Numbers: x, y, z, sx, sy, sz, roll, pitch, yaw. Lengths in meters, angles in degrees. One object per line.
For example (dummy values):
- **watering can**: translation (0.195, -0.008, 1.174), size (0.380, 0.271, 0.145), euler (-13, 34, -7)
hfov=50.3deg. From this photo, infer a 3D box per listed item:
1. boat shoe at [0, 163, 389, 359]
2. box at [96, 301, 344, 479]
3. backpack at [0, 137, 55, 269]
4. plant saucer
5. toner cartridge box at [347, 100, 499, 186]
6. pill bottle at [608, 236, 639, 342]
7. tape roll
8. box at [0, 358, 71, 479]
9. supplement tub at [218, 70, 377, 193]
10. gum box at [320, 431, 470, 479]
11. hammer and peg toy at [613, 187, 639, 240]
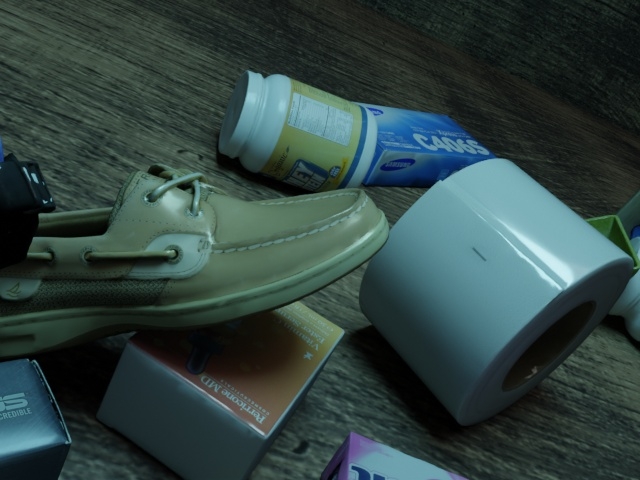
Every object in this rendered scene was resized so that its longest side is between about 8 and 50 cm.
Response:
- **boat shoe**: translation (-0.120, 0.001, 0.517), size (0.341, 0.110, 0.122), euler (-13, 16, 1)
- **box**: translation (-0.078, 0.111, 0.581), size (0.130, 0.091, 0.170), euler (33, 29, 7)
- **backpack**: translation (-0.302, 0.000, 0.389), size (0.213, 0.263, 0.276), euler (-7, 39, -39)
- **plant saucer**: translation (0.397, 0.032, 1.092), size (0.188, 0.045, 0.188), euler (-10, 24, 17)
- **toner cartridge box**: translation (0.169, -0.176, 1.273), size (0.347, 0.075, 0.165), euler (-4, 41, -44)
- **pill bottle**: translation (0.591, 0.121, 1.079), size (0.278, 0.162, 0.162), euler (33, 29, 7)
- **tape roll**: translation (0.187, 0.057, 0.743), size (0.246, 0.246, 0.169), euler (-5, 44, -46)
- **box**: translation (-0.244, 0.147, 0.284), size (0.232, 0.183, 0.059), euler (-5, 43, -44)
- **supplement tub**: translation (-0.033, -0.153, 0.988), size (0.199, 0.144, 0.144), euler (17, 31, -20)
- **gum box**: translation (0.082, 0.240, 0.544), size (0.188, 0.062, 0.107), euler (24, 29, -8)
- **hammer and peg toy**: translation (0.637, -0.017, 1.145), size (0.266, 0.361, 0.127), euler (32, 48, 7)
